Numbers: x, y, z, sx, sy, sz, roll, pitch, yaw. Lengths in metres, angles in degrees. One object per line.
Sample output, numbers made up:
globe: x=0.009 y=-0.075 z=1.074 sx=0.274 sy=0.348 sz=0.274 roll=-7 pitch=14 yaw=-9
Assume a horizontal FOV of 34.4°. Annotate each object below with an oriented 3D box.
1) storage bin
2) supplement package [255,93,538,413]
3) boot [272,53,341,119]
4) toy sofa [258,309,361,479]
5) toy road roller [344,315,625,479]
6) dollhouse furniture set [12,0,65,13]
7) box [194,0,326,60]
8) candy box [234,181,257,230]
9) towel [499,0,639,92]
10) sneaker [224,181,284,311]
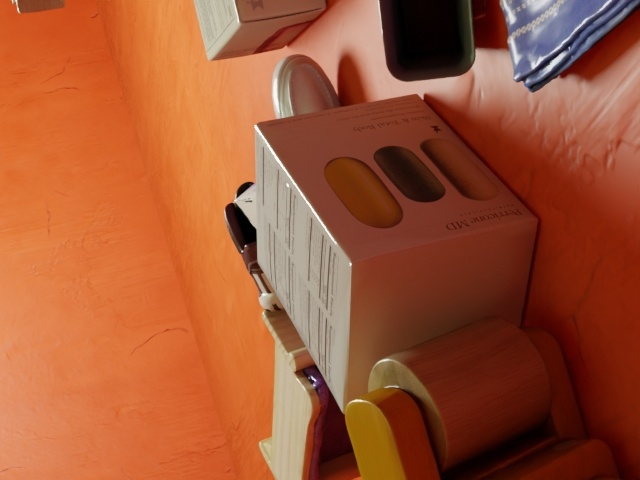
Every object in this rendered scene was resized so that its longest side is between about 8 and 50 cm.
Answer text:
storage bin: x=0.109 y=-0.230 z=0.994 sx=0.091 sy=0.098 sz=0.135 roll=-68 pitch=-28 yaw=-70
supplement package: x=0.067 y=0.003 z=1.089 sx=0.262 sy=0.199 sz=0.198 roll=-123 pitch=27 yaw=-48
boot: x=0.020 y=-0.127 z=1.359 sx=0.123 sy=0.095 sz=0.258 roll=0 pitch=111 yaw=66
toy sofa: x=0.010 y=0.254 z=1.545 sx=0.177 sy=0.150 sz=0.362 roll=56 pitch=153 yaw=39
toy road roller: x=0.190 y=0.236 z=0.899 sx=0.241 sy=0.203 sz=0.329 roll=-16 pitch=93 yaw=61
dollhouse furniture set: x=-0.338 y=-0.548 z=1.636 sx=0.362 sy=0.394 sz=0.256 roll=-133 pitch=34 yaw=-58
box: x=-0.095 y=-0.357 z=1.461 sx=0.232 sy=0.127 sz=0.148 roll=171 pitch=86 yaw=-73
candy box: x=0.000 y=0.000 z=1.329 sx=0.196 sy=0.070 sz=0.165 roll=54 pitch=158 yaw=-17
towel: x=0.170 y=-0.310 z=0.808 sx=0.243 sy=0.040 sz=0.336 roll=137 pitch=118 yaw=-70
sneaker: x=-0.069 y=-0.039 z=1.495 sx=0.281 sy=0.106 sz=0.162 roll=-92 pitch=-23 yaw=-57
